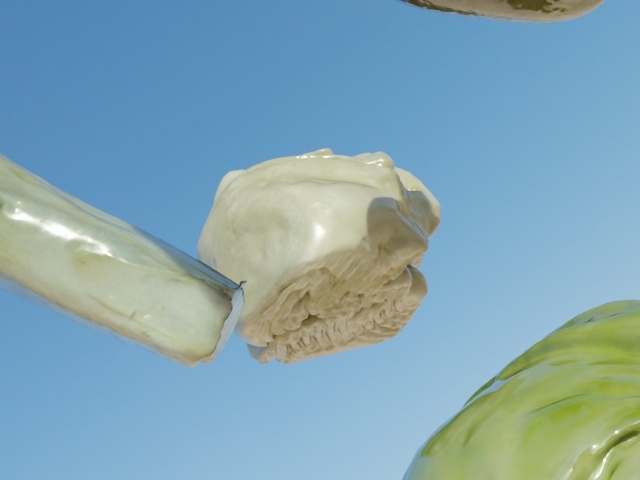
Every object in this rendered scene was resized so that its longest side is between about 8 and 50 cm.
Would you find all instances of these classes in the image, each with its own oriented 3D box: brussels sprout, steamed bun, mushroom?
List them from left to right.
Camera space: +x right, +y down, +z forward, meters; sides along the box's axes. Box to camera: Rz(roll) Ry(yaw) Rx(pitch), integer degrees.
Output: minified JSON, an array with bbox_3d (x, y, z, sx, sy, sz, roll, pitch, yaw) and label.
[{"bbox_3d":[-0.191,-0.014,0.627,0.100,0.312,0.081,-8,-59,-84],"label":"mushroom"},{"bbox_3d":[-0.002,0.002,1.210,0.289,0.203,0.276,0,-34,-46],"label":"steamed bun"},{"bbox_3d":[0.227,0.227,0.812,0.425,0.342,0.361,-33,17,-23],"label":"brussels sprout"}]

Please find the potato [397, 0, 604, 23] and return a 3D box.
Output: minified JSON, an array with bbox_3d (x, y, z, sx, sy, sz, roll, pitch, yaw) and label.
[{"bbox_3d":[0.127,-0.252,0.833,0.174,0.251,0.159,-65,-22,9],"label":"potato"}]
